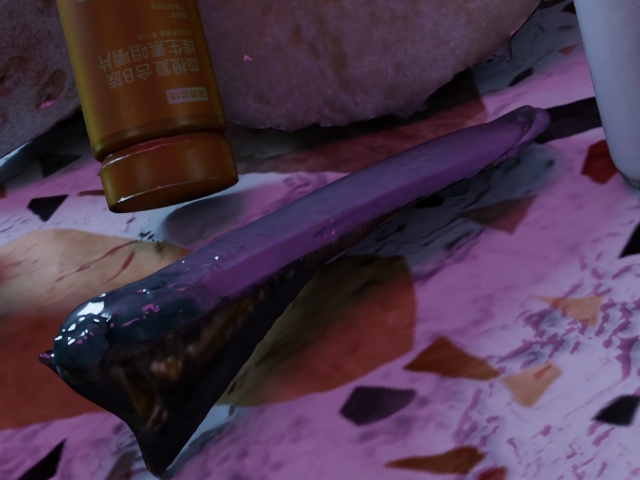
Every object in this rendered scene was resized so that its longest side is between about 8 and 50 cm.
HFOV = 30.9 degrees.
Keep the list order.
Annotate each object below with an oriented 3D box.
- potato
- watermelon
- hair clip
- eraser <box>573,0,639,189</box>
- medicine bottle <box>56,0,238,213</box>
[{"bbox_3d":[0.068,-0.252,0.960,0.397,0.290,0.296,-57,-8,9],"label":"potato"},{"bbox_3d":[-0.215,-0.216,1.006,0.258,0.228,0.387,0,38,51],"label":"watermelon"},{"bbox_3d":[-0.001,0.000,0.654,0.096,0.110,0.359,42,52,15],"label":"hair clip"},{"bbox_3d":[0.278,-0.154,0.653,0.331,0.149,0.331,-18,28,10],"label":"eraser"},{"bbox_3d":[-0.124,-0.122,0.801,0.096,0.191,0.096,-13,-5,-1],"label":"medicine bottle"}]
